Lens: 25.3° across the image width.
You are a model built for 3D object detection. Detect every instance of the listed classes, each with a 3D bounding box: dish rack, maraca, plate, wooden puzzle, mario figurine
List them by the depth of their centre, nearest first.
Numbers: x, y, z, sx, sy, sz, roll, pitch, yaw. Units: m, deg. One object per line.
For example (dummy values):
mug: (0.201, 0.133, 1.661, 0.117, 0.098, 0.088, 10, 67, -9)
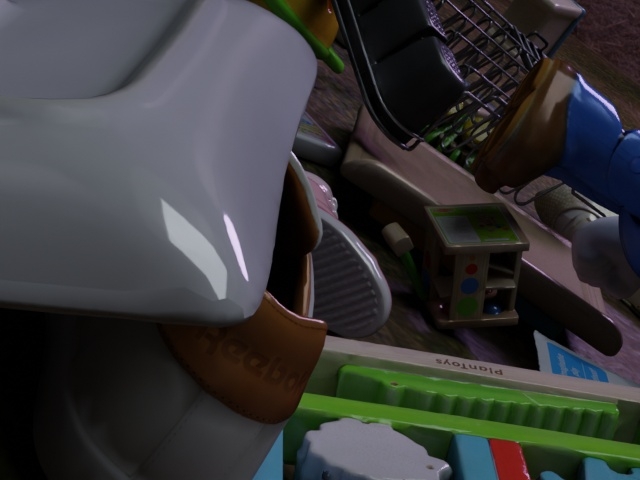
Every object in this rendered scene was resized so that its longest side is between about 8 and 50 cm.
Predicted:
plate: (-0.143, -0.056, 0.453, 0.277, 0.045, 0.278, 5, 20, 2)
mario figurine: (0.234, 0.029, 0.863, 0.320, 0.170, 0.198, 31, 35, 3)
wooden puzzle: (0.109, -0.009, 1.031, 0.221, 0.044, 0.239, 34, 13, -5)
dish rack: (0.124, -0.122, 1.100, 0.271, 0.074, 0.208, 30, 35, -42)
maraca: (-0.032, -0.191, 1.137, 0.127, 0.099, 0.185, 56, 9, 17)

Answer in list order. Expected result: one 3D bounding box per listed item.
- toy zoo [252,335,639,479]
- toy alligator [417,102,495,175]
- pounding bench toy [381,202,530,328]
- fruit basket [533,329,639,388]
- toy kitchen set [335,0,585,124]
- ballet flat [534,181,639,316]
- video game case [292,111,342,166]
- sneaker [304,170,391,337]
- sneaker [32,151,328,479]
toy zoo: (0.065, 0.120, 0.501, 0.192, 0.030, 0.293, 9, 22, -6)
toy alligator: (0.088, -0.099, 1.204, 0.189, 0.056, 0.051, 41, 59, 16)
pounding bench toy: (0.076, 0.019, 0.864, 0.083, 0.065, 0.052, -2, 30, -12)
fruit basket: (0.268, 0.166, 0.673, 0.353, 0.165, 0.327, 32, 18, -3)
toy kitchen set: (0.135, -0.215, 1.387, 0.207, 0.166, 0.122, 45, 20, 25)
ballet flat: (0.245, 0.010, 1.207, 0.168, 0.057, 0.052, 41, 28, 16)
video game case: (-0.074, -0.113, 0.984, 0.157, 0.019, 0.143, 15, 27, -50)
sneaker: (0.000, 0.000, 0.774, 0.134, 0.051, 0.070, 40, 23, 26)
sneaker: (-0.053, -0.008, 0.573, 0.106, 0.123, 0.290, 29, 18, -29)
